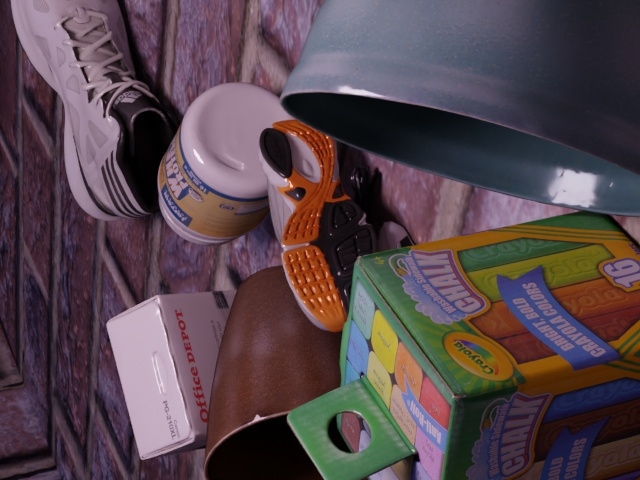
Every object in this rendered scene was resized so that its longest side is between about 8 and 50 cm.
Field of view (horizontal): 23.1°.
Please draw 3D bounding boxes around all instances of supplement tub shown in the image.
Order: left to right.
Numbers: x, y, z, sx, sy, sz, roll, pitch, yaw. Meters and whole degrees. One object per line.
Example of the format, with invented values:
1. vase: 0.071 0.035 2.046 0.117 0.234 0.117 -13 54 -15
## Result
1. supplement tub: -0.113 -0.085 1.859 0.199 0.144 0.144 128 127 -62

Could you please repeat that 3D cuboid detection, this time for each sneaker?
1. sneaker: -0.295 -0.245 2.253 0.257 0.169 0.447 2 111 58
2. sneaker: 0.000 0.000 1.629 0.121 0.099 0.262 87 172 -51

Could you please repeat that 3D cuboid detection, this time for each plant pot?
1. plant pot: -0.030 0.150 1.740 0.215 0.215 0.230 107 160 -49
2. plant pot: 0.137 -0.150 1.108 0.293 0.293 0.196 5 79 67

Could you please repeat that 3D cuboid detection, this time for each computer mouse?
1. computer mouse: 0.070 0.019 1.606 0.193 0.042 0.106 -122 31 -41

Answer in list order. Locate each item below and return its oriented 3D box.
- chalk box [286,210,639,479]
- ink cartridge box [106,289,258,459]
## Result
1. chalk box: 0.123 0.113 1.200 0.180 0.289 0.179 -127 33 -46
2. ink cartridge box: -0.121 0.153 1.855 0.100 0.237 0.172 -25 76 37
